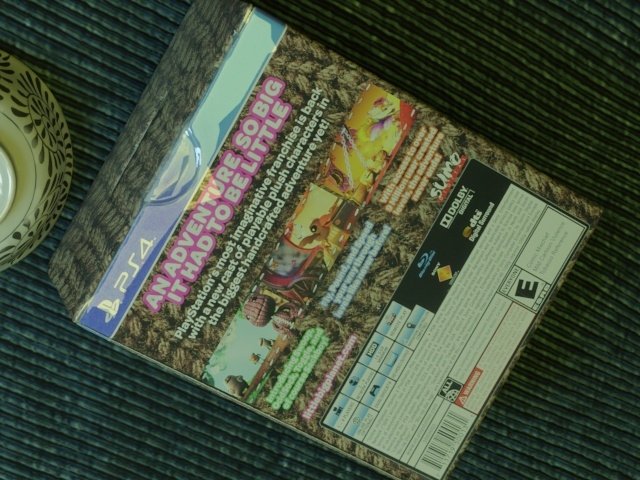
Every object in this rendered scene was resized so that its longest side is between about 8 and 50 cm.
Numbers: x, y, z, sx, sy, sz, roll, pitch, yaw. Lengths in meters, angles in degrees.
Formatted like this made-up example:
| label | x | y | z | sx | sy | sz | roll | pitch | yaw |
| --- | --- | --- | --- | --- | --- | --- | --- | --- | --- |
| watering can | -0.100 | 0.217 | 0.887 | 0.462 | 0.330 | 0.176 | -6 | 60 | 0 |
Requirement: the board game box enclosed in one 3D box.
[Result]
| label | x | y | z | sx | sy | sz | roll | pitch | yaw |
| --- | --- | --- | --- | --- | --- | --- | --- | --- | --- |
| board game box | 0.000 | 0.000 | 1.184 | 0.291 | 0.141 | 0.232 | 29 | 94 | -21 |

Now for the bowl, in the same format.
| label | x | y | z | sx | sy | sz | roll | pitch | yaw |
| --- | --- | --- | --- | --- | --- | --- | --- | --- | --- |
| bowl | -0.242 | -0.044 | 1.135 | 0.170 | 0.080 | 0.170 | -4 | 105 | -15 |
